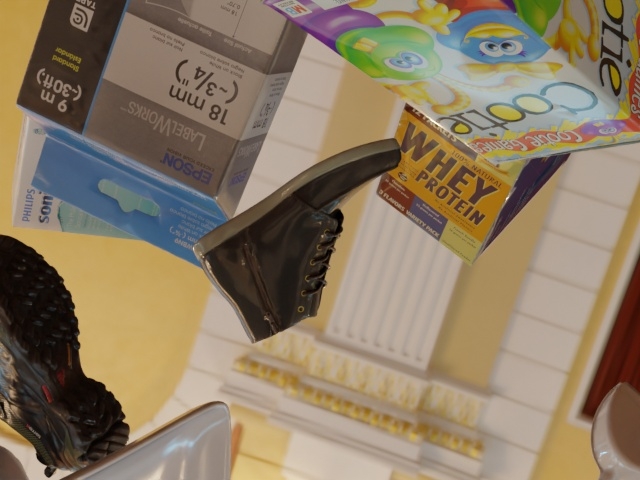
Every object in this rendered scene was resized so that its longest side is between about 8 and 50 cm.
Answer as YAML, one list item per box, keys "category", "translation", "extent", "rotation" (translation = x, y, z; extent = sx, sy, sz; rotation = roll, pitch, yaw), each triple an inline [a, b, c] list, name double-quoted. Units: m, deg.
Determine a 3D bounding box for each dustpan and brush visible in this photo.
- category: "dustpan and brush"
  translation: [0.436, 0.323, 1.567]
  extent: [0.147, 0.060, 0.211]
  rotation: [43, -131, 10]

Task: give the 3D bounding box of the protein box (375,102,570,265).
- category: "protein box"
  translation: [0.186, -0.122, 1.128]
  extent: [0.136, 0.200, 0.201]
  rotation: [38, -120, 14]

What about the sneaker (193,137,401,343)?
- category: "sneaker"
  translation: [0.000, 0.000, 1.003]
  extent: [0.118, 0.222, 0.083]
  rotation: [59, -163, 4]

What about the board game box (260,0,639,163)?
- category: "board game box"
  translation: [0.111, -0.174, 0.734]
  extent: [0.142, 0.144, 0.275]
  rotation: [-6, 158, 41]

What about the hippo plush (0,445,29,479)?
- category: "hippo plush"
  translation: [-0.380, 0.244, 0.954]
  extent: [0.294, 0.234, 0.236]
  rotation: [-6, -153, 34]

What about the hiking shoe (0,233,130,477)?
- category: "hiking shoe"
  translation: [-0.264, 0.108, 0.942]
  extent: [0.114, 0.227, 0.086]
  rotation: [-21, -175, 31]

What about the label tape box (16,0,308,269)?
- category: "label tape box"
  translation: [-0.176, -0.148, 1.122]
  extent: [0.240, 0.334, 0.106]
  rotation: [25, -163, 7]

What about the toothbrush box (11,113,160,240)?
- category: "toothbrush box"
  translation: [-0.262, -0.119, 1.479]
  extent: [0.295, 0.216, 0.126]
  rotation: [5, -140, -19]

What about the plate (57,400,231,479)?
- category: "plate"
  translation: [-0.164, 0.262, 0.683]
  extent: [0.045, 0.277, 0.278]
  rotation: [15, -158, 35]
